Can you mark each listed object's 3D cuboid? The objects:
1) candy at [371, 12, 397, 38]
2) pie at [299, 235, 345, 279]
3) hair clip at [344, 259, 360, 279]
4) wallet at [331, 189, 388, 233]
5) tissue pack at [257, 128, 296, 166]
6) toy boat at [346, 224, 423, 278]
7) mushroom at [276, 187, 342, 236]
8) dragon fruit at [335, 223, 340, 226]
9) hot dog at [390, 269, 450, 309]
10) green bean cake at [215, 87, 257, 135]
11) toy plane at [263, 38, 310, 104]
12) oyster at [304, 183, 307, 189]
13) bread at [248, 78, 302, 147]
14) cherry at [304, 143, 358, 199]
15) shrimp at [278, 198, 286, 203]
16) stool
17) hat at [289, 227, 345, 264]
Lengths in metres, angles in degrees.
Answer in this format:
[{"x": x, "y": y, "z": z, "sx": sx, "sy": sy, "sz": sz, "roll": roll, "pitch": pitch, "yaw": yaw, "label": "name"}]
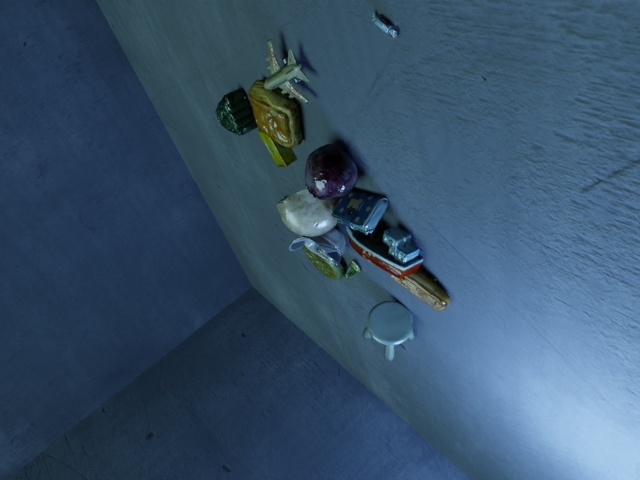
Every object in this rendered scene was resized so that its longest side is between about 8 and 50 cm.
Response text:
[{"x": 0.150, "y": -0.506, "z": 1.190, "sx": 0.083, "sy": 0.020, "sz": 0.030, "roll": 45, "pitch": 158, "yaw": 20, "label": "candy"}, {"x": 0.004, "y": 0.075, "z": 2.490, "sx": 0.323, "sy": 0.070, "sz": 0.323, "roll": 46, "pitch": 164, "yaw": 17, "label": "pie"}, {"x": 0.147, "y": 0.137, "z": 2.323, "sx": 0.060, "sy": 0.033, "sz": 0.188, "roll": 46, "pitch": 158, "yaw": 9, "label": "hair clip"}, {"x": 0.133, "y": -0.106, "z": 1.764, "sx": 0.059, "sy": 0.141, "sz": 0.202, "roll": 33, "pitch": 174, "yaw": -36, "label": "wallet"}, {"x": -0.181, "y": -0.392, "z": 2.079, "sx": 0.095, "sy": 0.062, "sz": 0.176, "roll": 17, "pitch": 140, "yaw": 59, "label": "tissue pack"}, {"x": 0.208, "y": -0.007, "z": 1.786, "sx": 0.331, "sy": 0.145, "sz": 0.133, "roll": 35, "pitch": 131, "yaw": 36, "label": "toy boat"}, {"x": -0.028, "y": -0.110, "z": 1.928, "sx": 0.195, "sy": 0.253, "sz": 0.189, "roll": -174, "pitch": 65, "yaw": -84, "label": "mushroom"}, {"x": 0.017, "y": -0.096, "z": 2.063, "sx": 0.130, "sy": 0.141, "sz": 0.121, "roll": -87, "pitch": -11, "yaw": -45, "label": "dragon fruit"}, {"x": 0.355, "y": 0.152, "z": 1.807, "sx": 0.250, "sy": 0.076, "sz": 0.104, "roll": 37, "pitch": 151, "yaw": 16, "label": "hot dog"}, {"x": -0.384, "y": -0.563, "z": 2.171, "sx": 0.208, "sy": 0.107, "sz": 0.193, "roll": 34, "pitch": 155, "yaw": 45, "label": "green bean cake"}, {"x": -0.120, "y": -0.537, "z": 1.639, "sx": 0.229, "sy": 0.092, "sz": 0.244, "roll": 56, "pitch": 161, "yaw": -19, "label": "toy plane"}, {"x": -0.014, "y": -0.208, "z": 2.044, "sx": 0.103, "sy": 0.051, "sz": 0.148, "roll": 33, "pitch": 160, "yaw": 0, "label": "oyster"}, {"x": -0.171, "y": -0.464, "z": 1.870, "sx": 0.235, "sy": 0.099, "sz": 0.210, "roll": 42, "pitch": 159, "yaw": 25, "label": "bread"}, {"x": 0.031, "y": -0.232, "z": 1.721, "sx": 0.195, "sy": 0.195, "sz": 0.195, "roll": 44, "pitch": 159, "yaw": 21, "label": "cherry"}, {"x": -0.122, "y": -0.132, "z": 2.407, "sx": 0.152, "sy": 0.063, "sz": 0.287, "roll": 56, "pitch": 164, "yaw": -19, "label": "shrimp"}, {"x": 0.300, "y": 0.390, "z": 2.189, "sx": 0.195, "sy": 0.195, "sz": 0.199, "roll": 42, "pitch": 161, "yaw": 26, "label": "stool"}, {"x": -0.004, "y": 0.003, "z": 2.140, "sx": 0.231, "sy": 0.161, "sz": 0.275, "roll": 12, "pitch": -177, "yaw": 27, "label": "hat"}]
